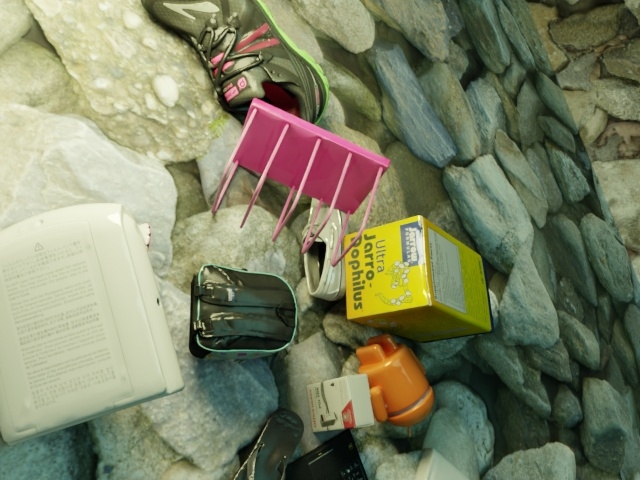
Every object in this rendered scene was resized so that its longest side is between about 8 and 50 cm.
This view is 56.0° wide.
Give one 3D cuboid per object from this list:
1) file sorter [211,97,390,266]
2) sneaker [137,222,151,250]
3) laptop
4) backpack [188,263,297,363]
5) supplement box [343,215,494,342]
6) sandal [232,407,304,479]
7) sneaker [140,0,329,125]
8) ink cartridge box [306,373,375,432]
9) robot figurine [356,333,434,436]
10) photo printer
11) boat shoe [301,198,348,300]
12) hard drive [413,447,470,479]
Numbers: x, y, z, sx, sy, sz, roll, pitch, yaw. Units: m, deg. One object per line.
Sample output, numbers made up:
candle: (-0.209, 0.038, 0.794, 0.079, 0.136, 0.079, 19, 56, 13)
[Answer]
file sorter: (-0.050, -0.099, 1.199, 0.291, 0.202, 0.182, 24, 59, -7)
sneaker: (-0.353, 0.085, 0.980, 0.111, 0.103, 0.252, 12, 70, -16)
laptop: (0.063, 0.518, 1.129, 0.234, 0.136, 0.264, -14, 81, -45)
backpack: (-0.143, 0.138, 1.099, 0.188, 0.144, 0.166, 3, 66, -17)
supplement box: (0.229, 0.103, 1.366, 0.356, 0.195, 0.194, 26, 56, -51)
sandal: (-0.099, 0.412, 1.074, 0.097, 0.054, 0.254, 27, 50, -8)
sneaker: (-0.171, -0.396, 1.290, 0.483, 0.185, 0.202, 33, 48, -26)
ink cartridge box: (0.037, 0.325, 1.194, 0.056, 0.135, 0.099, 4, 69, -38)
robot figurine: (0.165, 0.315, 1.322, 0.219, 0.128, 0.158, 59, 10, -5)
photo printer: (-0.359, 0.106, 0.871, 0.256, 0.107, 0.307, -18, 82, -1)
boat shoe: (0.000, 0.000, 1.339, 0.088, 0.096, 0.267, 12, 72, -43)
hard drive: (0.317, 0.647, 1.372, 0.307, 0.040, 0.203, 44, 48, -19)
